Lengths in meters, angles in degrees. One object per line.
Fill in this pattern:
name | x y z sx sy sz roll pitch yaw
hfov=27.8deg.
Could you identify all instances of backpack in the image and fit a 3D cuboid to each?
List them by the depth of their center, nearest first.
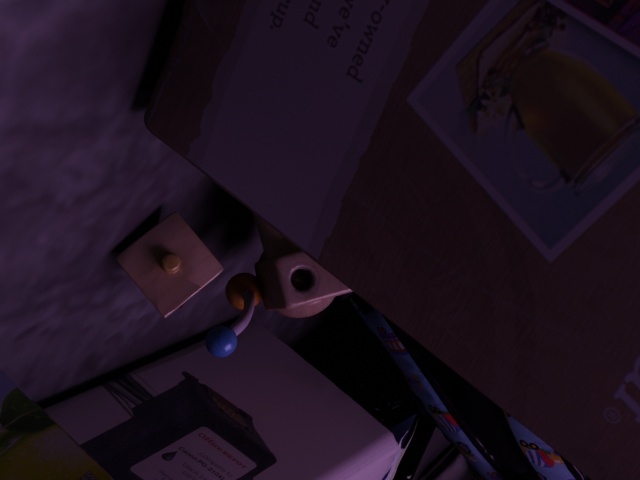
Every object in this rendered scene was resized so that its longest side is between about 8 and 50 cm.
backpack | 0.109 0.048 0.643 0.117 0.158 0.173 -43 117 -27

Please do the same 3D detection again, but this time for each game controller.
game controller | -0.005 0.170 0.801 0.166 0.067 0.319 -34 152 -39

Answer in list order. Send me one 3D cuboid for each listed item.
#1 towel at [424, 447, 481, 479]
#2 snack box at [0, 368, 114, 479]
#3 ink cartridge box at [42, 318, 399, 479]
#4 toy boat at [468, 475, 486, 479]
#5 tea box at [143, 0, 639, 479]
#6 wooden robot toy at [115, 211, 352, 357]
towel | 0.289 0.247 1.202 0.312 0.324 0.056 -40 177 -29
snack box | -0.139 0.084 0.342 0.141 0.100 0.037 -40 157 -30
ink cartridge box | -0.094 0.153 0.545 0.237 0.100 0.172 -21 143 -53
toy boat | 0.044 0.263 0.738 0.318 0.148 0.267 -42 173 28
tea box | 0.163 -0.141 0.431 0.323 0.220 0.329 -24 145 -52
wooden robot toy | 0.000 0.000 0.531 0.173 0.076 0.079 -13 173 -15
